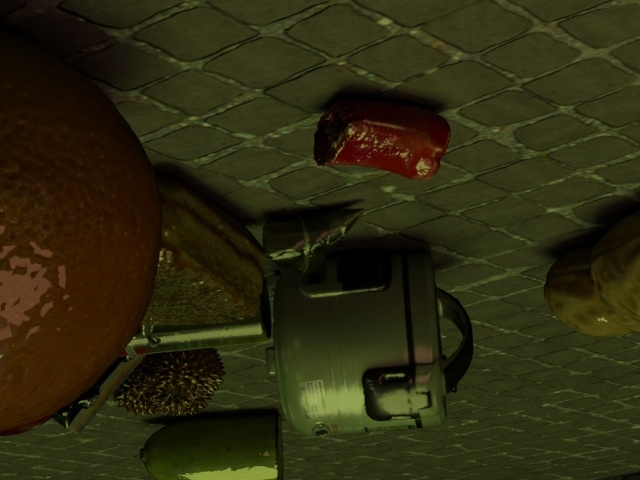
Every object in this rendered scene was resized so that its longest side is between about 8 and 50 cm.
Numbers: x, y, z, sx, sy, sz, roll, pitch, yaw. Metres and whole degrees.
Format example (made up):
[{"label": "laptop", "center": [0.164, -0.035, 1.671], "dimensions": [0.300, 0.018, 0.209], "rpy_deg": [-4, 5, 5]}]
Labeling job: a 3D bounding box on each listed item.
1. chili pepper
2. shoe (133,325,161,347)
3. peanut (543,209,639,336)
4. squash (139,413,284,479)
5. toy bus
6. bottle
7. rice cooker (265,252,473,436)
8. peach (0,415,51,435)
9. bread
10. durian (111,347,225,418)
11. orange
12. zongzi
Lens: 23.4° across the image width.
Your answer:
[{"label": "chili pepper", "center": [0.060, -0.094, 1.426], "dimensions": [0.123, 0.073, 0.070], "rpy_deg": [8, -160, -27]}, {"label": "shoe", "center": [-0.264, 0.077, 1.825], "dimensions": [0.180, 0.092, 0.089], "rpy_deg": [8, 159, -33]}, {"label": "peanut", "center": [0.369, 0.038, 1.801], "dimensions": [0.147, 0.147, 0.305], "rpy_deg": [1, 166, -15]}, {"label": "squash", "center": [-0.188, 0.367, 2.671], "dimensions": [0.247, 0.133, 0.132], "rpy_deg": [-2, 162, -1]}, {"label": "toy bus", "center": [-0.283, 0.168, 1.991], "dimensions": [0.057, 0.172, 0.072], "rpy_deg": [35, 166, 20]}, {"label": "bottle", "center": [-0.207, 0.100, 1.924], "dimensions": [0.286, 0.082, 0.082], "rpy_deg": [-6, 162, 6]}, {"label": "rice cooker", "center": [0.061, 0.124, 1.850], "dimensions": [0.244, 0.226, 0.226], "rpy_deg": [-2, 162, 4]}, {"label": "peach", "center": [-0.429, 0.168, 1.992], "dimensions": [0.154, 0.159, 0.267], "rpy_deg": [-21, 154, 28]}, {"label": "bread", "center": [-0.182, 0.013, 1.638], "dimensions": [0.184, 0.111, 0.234], "rpy_deg": [-7, 160, 20]}, {"label": "durian", "center": [-0.210, 0.176, 2.094], "dimensions": [0.158, 0.137, 0.168], "rpy_deg": [11, 180, 16]}, {"label": "orange", "center": [-0.293, -0.013, 1.222], "dimensions": [0.322, 0.322, 0.357], "rpy_deg": [-10, 150, 18]}, {"label": "zongzi", "center": [0.000, 0.000, 1.724], "dimensions": [0.119, 0.055, 0.109], "rpy_deg": [-17, 163, 4]}]
